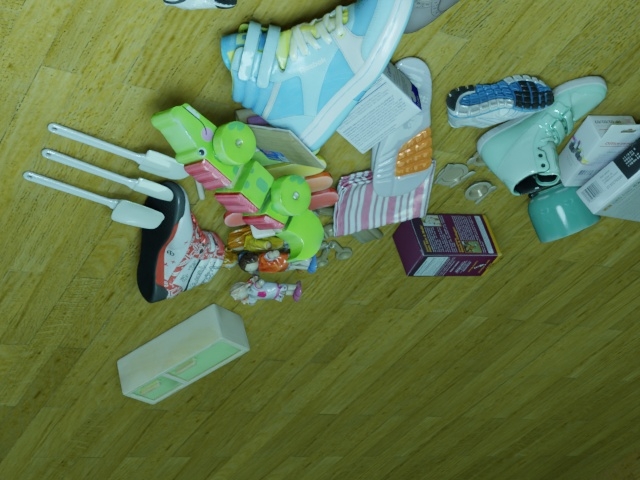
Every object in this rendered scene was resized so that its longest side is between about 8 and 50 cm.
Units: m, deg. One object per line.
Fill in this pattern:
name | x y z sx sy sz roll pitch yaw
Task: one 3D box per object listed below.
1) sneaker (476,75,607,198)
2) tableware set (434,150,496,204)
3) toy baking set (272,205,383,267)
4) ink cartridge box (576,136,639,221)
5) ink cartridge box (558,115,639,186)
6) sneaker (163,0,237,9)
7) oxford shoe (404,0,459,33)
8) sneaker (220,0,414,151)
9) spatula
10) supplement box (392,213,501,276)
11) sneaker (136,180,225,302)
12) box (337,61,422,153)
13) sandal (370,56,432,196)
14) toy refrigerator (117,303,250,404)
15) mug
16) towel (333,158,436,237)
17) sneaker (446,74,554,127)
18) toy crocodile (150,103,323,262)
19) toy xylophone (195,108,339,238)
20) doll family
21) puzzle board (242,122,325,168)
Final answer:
sneaker | 0.420 -0.175 1.900 0.256 0.151 0.094 -32 145 8
tableware set | 0.308 -0.130 2.046 0.169 0.020 0.141 17 134 -43
toy baking set | 0.005 -0.004 2.081 0.256 0.030 0.197 11 139 -37
ink cartridge box | 0.651 -0.117 2.128 0.176 0.069 0.371 -44 154 24
ink cartridge box | 0.535 -0.181 2.038 0.104 0.061 0.181 -3 146 -24
sneaker | -0.168 -0.339 1.485 0.109 0.040 0.044 5 158 -26
oxford shoe | 0.216 -0.398 1.482 0.130 0.132 0.364 11 138 -39
sneaker | -0.020 -0.281 1.524 0.208 0.127 0.319 27 125 -16
spatula | -0.344 -0.101 1.726 0.242 0.019 0.168 18 136 -26
supplement box | 0.253 0.010 2.154 0.188 0.104 0.081 0 144 -26
sneaker | -0.238 -0.011 1.910 0.145 0.090 0.270 -18 141 -36
box | 0.067 -0.228 1.691 0.126 0.072 0.137 -35 123 25
sandal | 0.138 -0.198 1.818 0.102 0.076 0.265 -4 125 -14
toy refrigerator | -0.289 0.246 2.261 0.269 0.094 0.102 -30 146 20
mug | 0.481 -0.066 2.148 0.129 0.097 0.158 -23 -177 10
towel | 0.120 -0.076 1.995 0.197 0.029 0.144 -13 139 -16
sneaker | 0.307 -0.232 1.856 0.191 0.071 0.083 -6 153 -3
toy crocodile | -0.123 -0.089 1.651 0.115 0.105 0.340 -4 144 47
toy xylophone | -0.101 -0.119 1.805 0.236 0.081 0.322 -17 148 -1
doll family | -0.108 0.033 2.014 0.163 0.118 0.263 2 158 -10
puzzle board | -0.061 -0.145 1.620 0.128 0.011 0.096 14 160 44
